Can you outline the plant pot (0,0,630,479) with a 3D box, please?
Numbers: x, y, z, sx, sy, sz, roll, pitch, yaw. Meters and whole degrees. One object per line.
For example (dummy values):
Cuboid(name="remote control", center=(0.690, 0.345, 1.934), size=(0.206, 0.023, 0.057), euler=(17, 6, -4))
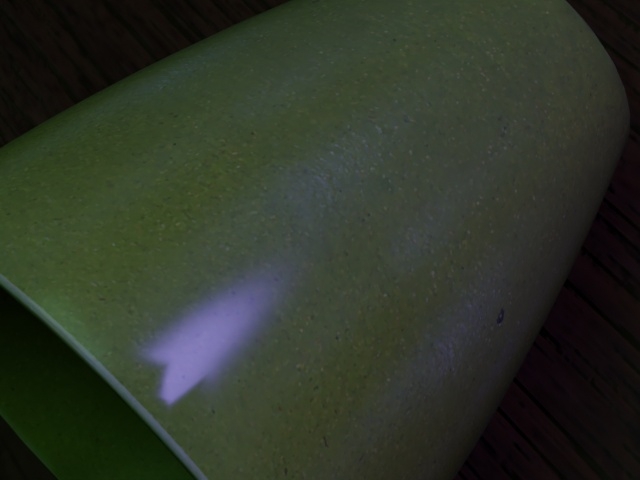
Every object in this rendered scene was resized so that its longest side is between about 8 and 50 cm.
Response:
Cuboid(name="plant pot", center=(0.000, 0.000, 0.882), size=(0.293, 0.274, 0.275), euler=(-43, 45, -18))
